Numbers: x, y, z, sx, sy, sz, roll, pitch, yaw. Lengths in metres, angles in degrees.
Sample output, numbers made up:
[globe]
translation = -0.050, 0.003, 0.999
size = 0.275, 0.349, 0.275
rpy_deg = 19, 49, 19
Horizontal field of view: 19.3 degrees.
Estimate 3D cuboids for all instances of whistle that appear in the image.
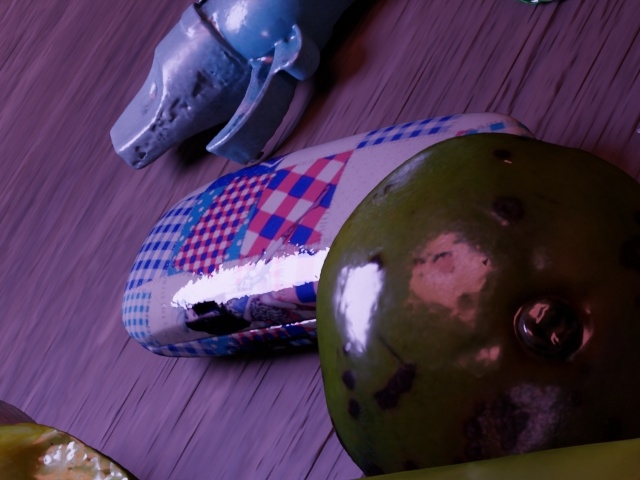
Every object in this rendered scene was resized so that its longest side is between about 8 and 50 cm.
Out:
[whistle]
translation = -0.051, -0.157, 1.375
size = 0.274, 0.093, 0.186
rpy_deg = -44, 33, 13

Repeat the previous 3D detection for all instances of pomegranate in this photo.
[pomegranate]
translation = 0.089, 0.050, 0.920
size = 0.202, 0.202, 0.248
rpy_deg = -52, -1, -5

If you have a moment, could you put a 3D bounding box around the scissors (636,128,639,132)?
[scissors]
translation = 0.209, -0.065, 1.047
size = 0.083, 0.006, 0.036
rpy_deg = -2, 52, 49

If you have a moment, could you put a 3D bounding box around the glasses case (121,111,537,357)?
[glasses case]
translation = 0.000, 0.000, 1.161
size = 0.327, 0.076, 0.125
rpy_deg = -12, 46, 42

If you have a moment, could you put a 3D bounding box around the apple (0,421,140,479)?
[apple]
translation = -0.164, 0.209, 0.987
size = 0.226, 0.246, 0.246
rpy_deg = -45, 33, -3

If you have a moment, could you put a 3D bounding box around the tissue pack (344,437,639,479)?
[tissue pack]
translation = 0.074, 0.238, 0.745
size = 0.200, 0.167, 0.274
rpy_deg = -14, 47, 42

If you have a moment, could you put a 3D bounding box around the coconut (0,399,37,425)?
[coconut]
translation = -0.249, 0.172, 1.172
size = 0.171, 0.171, 0.183
rpy_deg = -43, -11, 9

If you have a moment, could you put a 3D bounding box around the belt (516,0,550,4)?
[belt]
translation = 0.153, -0.230, 1.215
size = 0.151, 0.079, 0.121
rpy_deg = -43, 33, 7
